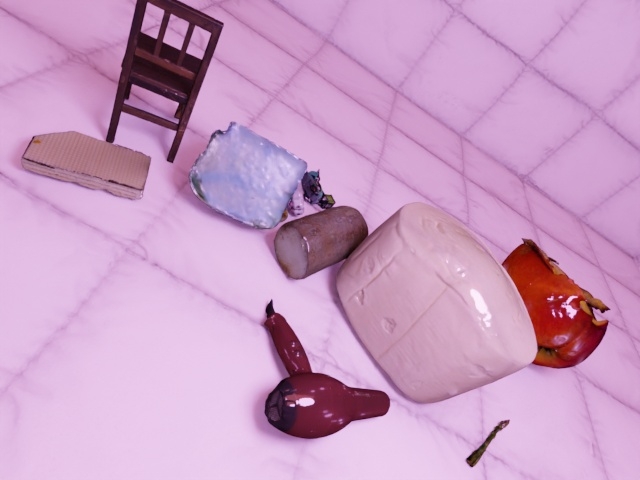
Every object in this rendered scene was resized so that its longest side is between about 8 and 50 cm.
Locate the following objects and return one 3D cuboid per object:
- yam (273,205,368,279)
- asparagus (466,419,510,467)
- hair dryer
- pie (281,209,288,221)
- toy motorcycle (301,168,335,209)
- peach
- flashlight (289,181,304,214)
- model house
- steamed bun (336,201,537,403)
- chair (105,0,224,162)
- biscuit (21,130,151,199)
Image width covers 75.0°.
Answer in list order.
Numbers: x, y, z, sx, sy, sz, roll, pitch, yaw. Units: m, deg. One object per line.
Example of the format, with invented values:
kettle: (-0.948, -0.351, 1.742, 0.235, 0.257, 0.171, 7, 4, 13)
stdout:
yam: (0.000, 0.000, 1.151, 0.161, 0.161, 0.268, 51, 39, 14)
asparagus: (0.444, 0.525, 1.096, 0.232, 0.022, 0.023, -14, 18, -43)
hair dryer: (-0.021, 0.268, 0.943, 0.312, 0.123, 0.340, 14, 33, -43)
pie: (-0.132, -0.087, 1.243, 0.085, 0.017, 0.085, 22, 42, -21)
toy motorcycle: (-0.023, -0.184, 1.395, 0.100, 0.058, 0.173, 5, 50, -44)
peach: (0.739, 0.196, 1.395, 0.339, 0.353, 0.417, 39, 59, -29)
flashlight: (-0.081, -0.164, 1.302, 0.047, 0.093, 0.200, -6, 51, -4)
model house: (-0.214, -0.179, 1.169, 0.261, 0.226, 0.241, 28, 2, -17)
steamed bun: (0.294, 0.148, 1.071, 0.290, 0.371, 0.456, -14, 65, -46)
chair: (-0.396, -0.448, 1.067, 0.203, 0.416, 0.241, 18, 43, -25)
biscuit: (-0.541, -0.183, 0.986, 0.252, 0.052, 0.150, 16, 40, -29)
